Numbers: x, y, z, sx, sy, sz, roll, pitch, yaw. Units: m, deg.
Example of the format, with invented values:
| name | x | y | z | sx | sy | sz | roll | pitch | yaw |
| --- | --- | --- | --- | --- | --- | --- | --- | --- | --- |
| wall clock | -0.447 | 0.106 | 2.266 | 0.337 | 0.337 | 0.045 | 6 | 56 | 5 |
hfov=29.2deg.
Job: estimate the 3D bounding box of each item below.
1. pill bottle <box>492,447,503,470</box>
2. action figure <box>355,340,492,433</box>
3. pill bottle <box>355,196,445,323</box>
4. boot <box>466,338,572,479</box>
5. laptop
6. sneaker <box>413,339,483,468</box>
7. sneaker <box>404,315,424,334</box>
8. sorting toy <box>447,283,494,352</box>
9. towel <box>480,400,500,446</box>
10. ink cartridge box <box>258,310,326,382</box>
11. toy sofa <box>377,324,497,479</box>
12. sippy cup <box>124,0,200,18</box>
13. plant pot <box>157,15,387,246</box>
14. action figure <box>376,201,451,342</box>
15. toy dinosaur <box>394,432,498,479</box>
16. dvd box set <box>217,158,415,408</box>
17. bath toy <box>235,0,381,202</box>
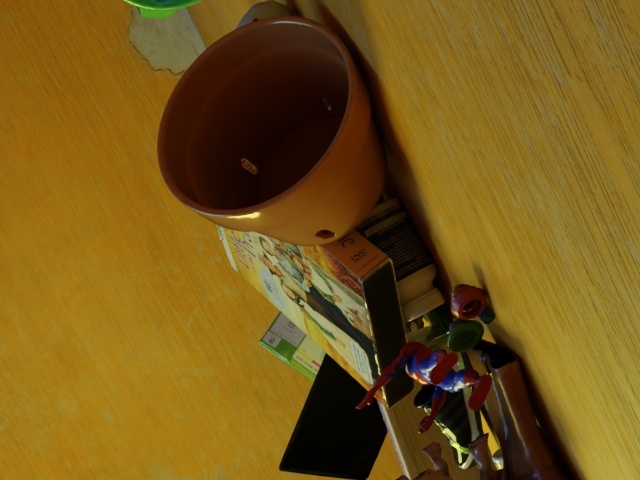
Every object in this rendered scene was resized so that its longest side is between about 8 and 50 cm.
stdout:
| name | x | y | z | sx | sy | sz | roll | pitch | yaw |
| --- | --- | --- | --- | --- | --- | --- | --- | --- | --- |
| pill bottle | 0.303 | 0.364 | 1.919 | 0.083 | 0.043 | 0.043 | 64 | 175 | -10 |
| action figure | 0.135 | 0.207 | 1.661 | 0.091 | 0.139 | 0.280 | 35 | 177 | -5 |
| pill bottle | 0.111 | 0.031 | 1.786 | 0.169 | 0.094 | 0.094 | 62 | 175 | 5 |
| boot | 0.246 | 0.264 | 1.665 | 0.280 | 0.096 | 0.264 | 64 | 176 | -9 |
| laptop | 0.009 | 0.224 | 2.407 | 0.408 | 0.236 | 0.382 | 60 | -164 | 25 |
| sneaker | 0.187 | 0.244 | 1.863 | 0.084 | 0.097 | 0.235 | -109 | 11 | -64 |
| sneaker | 0.000 | 0.000 | 2.157 | 0.483 | 0.185 | 0.202 | 45 | 134 | 6 |
| sorting toy | 0.184 | 0.091 | 1.559 | 0.042 | 0.061 | 0.102 | -122 | 29 | -44 |
| towel | 0.278 | 0.284 | 1.839 | 0.148 | 0.027 | 0.110 | 63 | 174 | 4 |
| ink cartridge box | 0.015 | 0.159 | 2.549 | 0.097 | 0.255 | 0.189 | 30 | 173 | 37 |
| toy sofa | 0.192 | 0.328 | 2.022 | 0.177 | 0.150 | 0.363 | -148 | 38 | -82 |
| sippy cup | -0.260 | -0.524 | 1.958 | 0.240 | 0.305 | 0.224 | 30 | -150 | -39 |
| plant pot | -0.040 | -0.122 | 1.635 | 0.203 | 0.291 | 0.291 | 40 | -166 | -51 |
| action figure | 0.131 | 0.044 | 1.888 | 0.137 | 0.063 | 0.232 | 72 | 173 | -81 |
| toy dinosaur | 0.203 | 0.381 | 1.667 | 0.200 | 0.127 | 0.295 | 59 | 151 | 0 |
| dvd box set | -0.028 | 0.034 | 1.872 | 0.420 | 0.062 | 0.308 | 40 | 155 | 37 |
| bath toy | -0.031 | -0.191 | 1.829 | 0.129 | 0.151 | 0.348 | -31 | -83 | -53 |
